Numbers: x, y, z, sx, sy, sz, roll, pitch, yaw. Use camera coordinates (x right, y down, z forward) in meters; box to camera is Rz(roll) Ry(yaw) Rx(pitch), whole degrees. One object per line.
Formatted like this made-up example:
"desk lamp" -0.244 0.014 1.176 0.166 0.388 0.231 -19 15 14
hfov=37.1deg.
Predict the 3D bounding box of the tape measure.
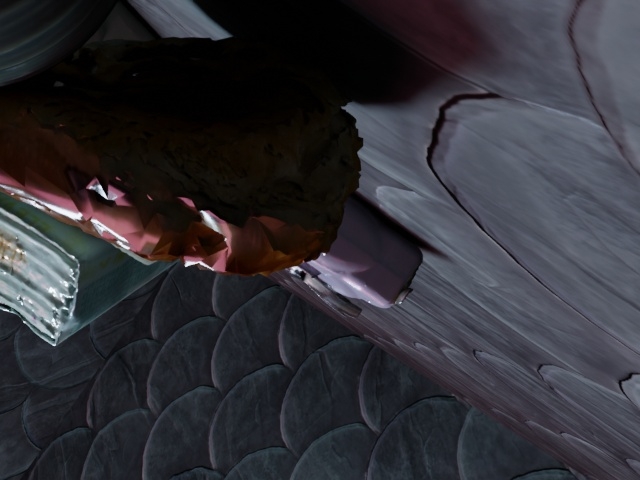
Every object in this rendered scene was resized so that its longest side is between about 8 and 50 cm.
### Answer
"tape measure" 0.002 0.002 1.044 0.196 0.105 0.178 34 174 -4

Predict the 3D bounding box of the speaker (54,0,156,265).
"speaker" -0.248 -0.135 0.941 0.183 0.184 0.406 32 174 29

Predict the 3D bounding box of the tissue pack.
"tissue pack" -0.330 -0.052 1.284 0.287 0.162 0.388 29 -152 11

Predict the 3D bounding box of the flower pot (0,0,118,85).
"flower pot" -0.178 -0.169 0.452 0.189 0.157 0.243 35 173 -15

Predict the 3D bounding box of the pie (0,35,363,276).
"pie" -0.101 -0.072 0.596 0.308 0.085 0.308 3 -157 -1
